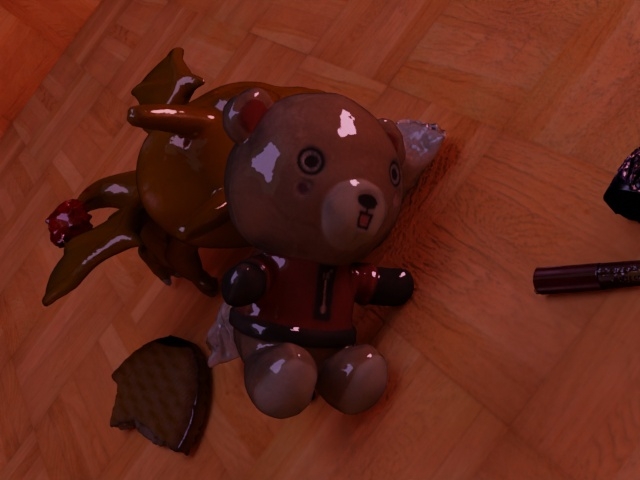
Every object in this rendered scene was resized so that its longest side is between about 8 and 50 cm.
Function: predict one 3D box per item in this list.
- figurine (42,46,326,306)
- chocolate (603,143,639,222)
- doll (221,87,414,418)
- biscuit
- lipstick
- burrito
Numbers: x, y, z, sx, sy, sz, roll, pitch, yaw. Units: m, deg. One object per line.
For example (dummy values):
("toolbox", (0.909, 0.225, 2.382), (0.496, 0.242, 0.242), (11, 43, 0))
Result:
("figurine", (-0.176, -0.059, 1.110), (0.387, 0.268, 0.401), (-20, 34, 58))
("chocolate", (0.304, -0.087, 0.750), (0.147, 0.072, 0.070), (-58, -7, -19))
("doll", (-0.010, 0.013, 0.876), (0.174, 0.234, 0.330), (4, 87, 59))
("biscuit", (-0.214, 0.214, 1.124), (0.176, 0.031, 0.229), (-45, 37, 15))
("lipstick", (0.265, 0.028, 0.721), (0.176, 0.027, 0.027), (-10, 54, 45))
("burrito", (0.000, 0.000, 1.016), (0.392, 0.076, 0.117), (-47, 16, 9))
